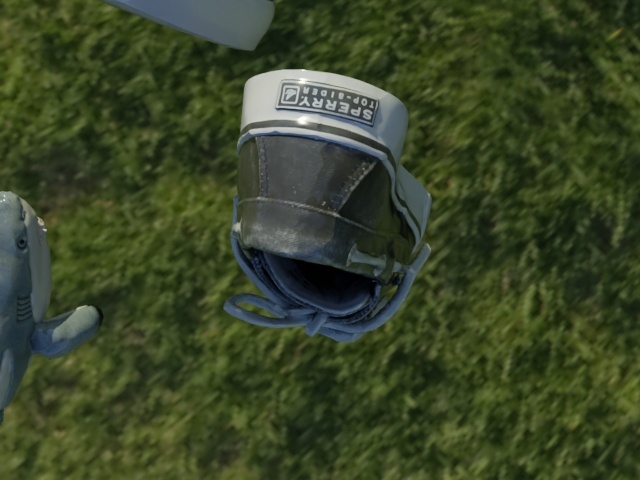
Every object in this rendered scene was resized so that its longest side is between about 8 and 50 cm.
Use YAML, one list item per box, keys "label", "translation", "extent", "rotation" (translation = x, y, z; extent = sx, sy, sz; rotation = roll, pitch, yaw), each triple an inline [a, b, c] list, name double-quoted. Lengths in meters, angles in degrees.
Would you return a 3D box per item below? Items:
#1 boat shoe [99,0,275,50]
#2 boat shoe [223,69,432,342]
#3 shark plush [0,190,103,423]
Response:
- label: "boat shoe"
  translation: [-0.150, -0.219, 0.708]
  extent: [0.136, 0.367, 0.156]
  rotation: [33, 98, 56]
- label: "boat shoe"
  translation: [0.004, 0.001, 0.816]
  extent: [0.113, 0.105, 0.306]
  rotation: [11, 170, 0]
- label: "shark plush"
  translation: [-0.173, 0.055, 0.672]
  extent: [0.073, 0.161, 0.067]
  rotation: [35, 167, 22]
